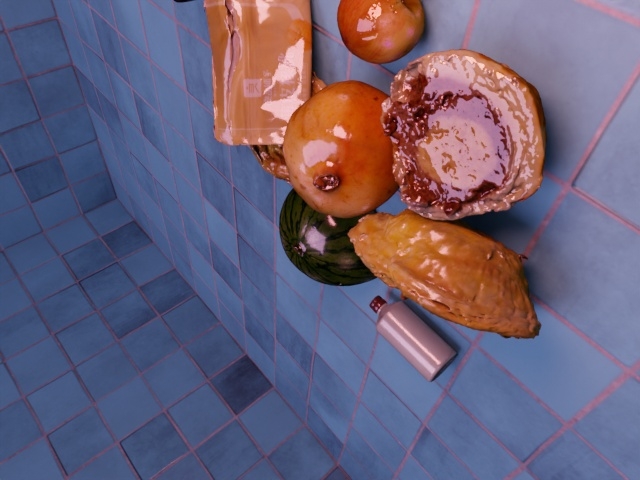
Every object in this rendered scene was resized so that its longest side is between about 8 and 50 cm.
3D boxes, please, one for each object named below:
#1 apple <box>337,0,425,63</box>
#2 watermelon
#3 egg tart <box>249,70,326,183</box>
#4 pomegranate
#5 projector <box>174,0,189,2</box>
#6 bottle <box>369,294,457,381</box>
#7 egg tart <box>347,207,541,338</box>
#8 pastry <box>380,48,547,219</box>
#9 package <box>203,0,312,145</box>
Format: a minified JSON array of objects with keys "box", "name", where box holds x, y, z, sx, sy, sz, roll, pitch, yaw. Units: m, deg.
[{"box":[0.095,-0.365,0.842,0.146,0.146,0.147,39,147,32],"name":"apple"},{"box":[0.000,0.000,1.327,0.331,0.189,0.331,45,150,36],"name":"watermelon"},{"box":[-0.059,-0.285,1.199,0.297,0.132,0.297,17,118,35],"name":"egg tart"},{"box":[0.047,-0.168,0.981,0.264,0.264,0.264,39,147,32],"name":"pomegranate"},{"box":[-0.216,-0.699,0.907,0.405,0.242,0.395,-2,117,59],"name":"projector"},{"box":[0.219,0.233,1.279,0.245,0.104,0.104,43,149,26],"name":"bottle"},{"box":[0.247,0.045,0.917,0.153,0.339,0.351,-63,26,15],"name":"egg tart"},{"box":[0.236,-0.171,0.798,0.236,0.170,0.256,-7,104,38],"name":"pastry"},{"box":[-0.142,-0.359,1.063,0.221,0.165,0.312,11,108,34],"name":"package"}]
